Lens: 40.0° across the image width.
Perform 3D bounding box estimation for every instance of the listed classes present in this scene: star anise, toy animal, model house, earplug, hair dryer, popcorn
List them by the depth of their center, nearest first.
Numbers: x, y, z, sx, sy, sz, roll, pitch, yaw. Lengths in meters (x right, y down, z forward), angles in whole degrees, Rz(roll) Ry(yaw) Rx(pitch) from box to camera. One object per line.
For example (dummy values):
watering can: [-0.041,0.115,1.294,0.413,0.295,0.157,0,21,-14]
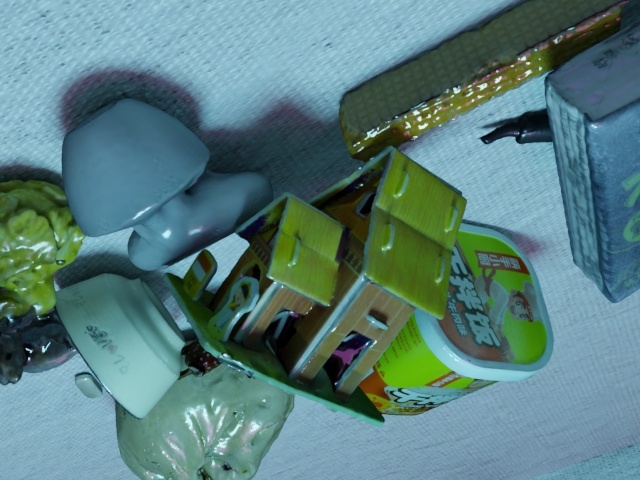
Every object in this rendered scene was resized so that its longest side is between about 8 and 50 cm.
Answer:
earplug: [-0.194,-0.061,1.134,0.214,0.175,0.325,-28,153,16]
model house: [0.000,0.000,1.164,0.300,0.340,0.324,31,100,-36]
popcorn: [-0.399,0.010,1.182,0.168,0.173,0.195,-26,140,-21]
hair dryer: [0.352,-0.133,1.287,0.271,0.091,0.235,8,136,-7]
star anise: [-0.493,0.163,1.369,0.257,0.111,0.198,1,180,26]
toy animal: [-0.130,0.136,1.420,0.087,0.243,0.260,44,149,-22]

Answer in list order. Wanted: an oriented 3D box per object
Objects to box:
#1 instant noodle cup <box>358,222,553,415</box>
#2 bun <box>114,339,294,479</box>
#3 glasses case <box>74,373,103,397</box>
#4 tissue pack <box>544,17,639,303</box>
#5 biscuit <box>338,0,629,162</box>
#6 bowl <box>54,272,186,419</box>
instant noodle cup: [0.184,0.155,1.492,0.293,0.294,0.308,10,147,-30]
bun: [-0.211,0.324,1.614,0.362,0.234,0.326,-33,136,17]
glasses case: [-0.433,0.273,1.644,0.032,0.021,0.083,-13,146,1]
tissue pack: [0.448,-0.121,1.124,0.288,0.124,0.394,-34,142,-3]
biscuit: [0.193,-0.216,1.090,0.378,0.094,0.054,-26,138,17]
bowl: [-0.292,0.144,1.344,0.126,0.238,0.238,-35,145,-5]
